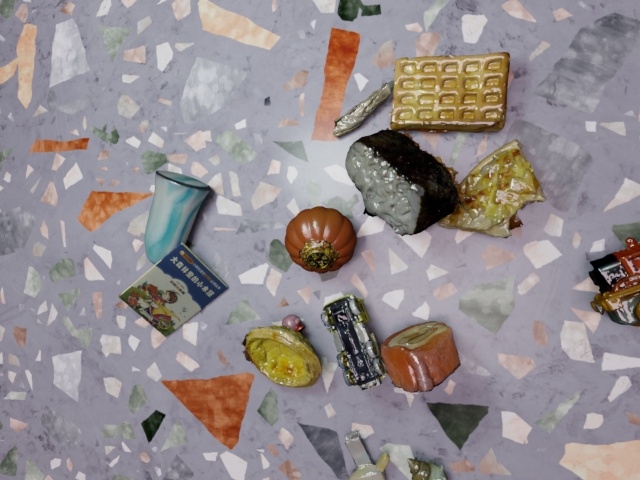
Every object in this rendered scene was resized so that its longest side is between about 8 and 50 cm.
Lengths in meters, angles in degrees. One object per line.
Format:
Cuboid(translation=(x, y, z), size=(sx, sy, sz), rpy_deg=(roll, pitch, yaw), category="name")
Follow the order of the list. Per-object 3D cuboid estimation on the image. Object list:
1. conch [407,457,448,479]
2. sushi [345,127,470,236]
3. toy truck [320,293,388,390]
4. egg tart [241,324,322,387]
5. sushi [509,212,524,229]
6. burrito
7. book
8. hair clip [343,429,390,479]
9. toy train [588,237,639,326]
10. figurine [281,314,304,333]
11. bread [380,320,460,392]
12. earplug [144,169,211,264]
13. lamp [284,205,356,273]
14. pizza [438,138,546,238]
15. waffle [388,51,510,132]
Cuboid(translation=(0.323, 0.747, 1.228), size=(0.137, 0.114, 0.233), rpy_deg=(-17, 91, 28), category="conch")
Cuboid(translation=(0.226, -0.166, 1.200), size=(0.208, 0.234, 0.348), rpy_deg=(-25, 61, -27), category="sushi")
Cuboid(translation=(0.116, 0.308, 1.262), size=(0.124, 0.157, 0.272), rpy_deg=(-26, 71, 17), category="toy truck")
Cuboid(translation=(-0.117, 0.362, 1.326), size=(0.279, 0.095, 0.278), rpy_deg=(14, 128, 19), category="egg tart")
Cuboid(translation=(0.531, -0.080, 1.194), size=(0.060, 0.061, 0.118), rpy_deg=(-45, 98, -7), category="sushi")
Cuboid(translation=(0.126, -0.408, 1.296), size=(0.229, 0.058, 0.063), rpy_deg=(-39, 65, 21), category="burrito")
Cuboid(translation=(-0.517, 0.180, 1.452), size=(0.322, 0.018, 0.228), rpy_deg=(-38, 108, 13), category="book")
Cuboid(translation=(0.150, 0.712, 1.300), size=(0.159, 0.071, 0.218), rpy_deg=(-24, 88, 12), category="hair clip")
Cuboid(translation=(0.874, 0.079, 1.046), size=(0.369, 0.163, 0.231), rpy_deg=(-24, 71, 15), category="toy train")
Cuboid(translation=(-0.093, 0.277, 1.357), size=(0.071, 0.067, 0.083), rpy_deg=(55, 136, 19), category="figurine")
Cuboid(translation=(0.292, 0.319, 1.178), size=(0.190, 0.244, 0.123), rpy_deg=(-10, 96, 51), category="bread")
Cuboid(translation=(-0.516, -0.060, 1.432), size=(0.185, 0.185, 0.324), rpy_deg=(24, 102, 14), category="earplug")
Cuboid(translation=(0.000, 0.000, 1.266), size=(0.223, 0.196, 0.223), rpy_deg=(3, 128, 4), category="lamp")
Cuboid(translation=(0.482, -0.130, 1.149), size=(0.323, 0.089, 0.223), rpy_deg=(-49, 46, 10), category="pizza")
Cuboid(translation=(0.374, -0.430, 1.215), size=(0.328, 0.098, 0.224), rpy_deg=(5, 90, 18), category="waffle")
